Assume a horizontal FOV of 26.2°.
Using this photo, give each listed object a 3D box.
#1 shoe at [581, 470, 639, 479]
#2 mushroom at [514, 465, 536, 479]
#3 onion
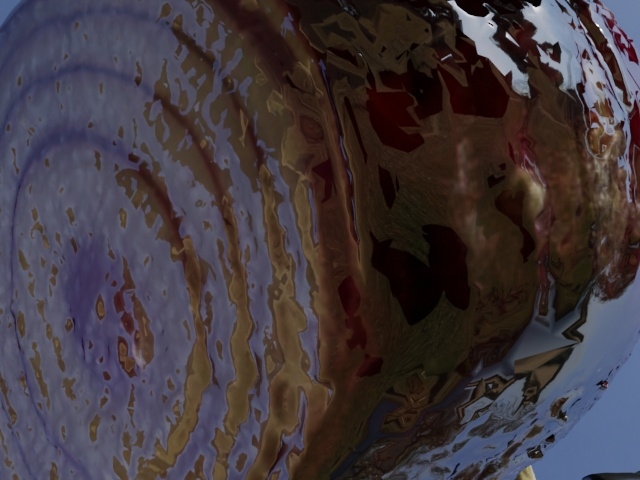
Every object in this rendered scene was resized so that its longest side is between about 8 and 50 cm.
[{"bbox_3d":[0.061,0.083,0.321,0.179,0.049,0.071,1,-70,-26],"label":"shoe"},{"bbox_3d":[0.118,0.130,0.974,0.060,0.061,0.187,-23,-97,-19],"label":"mushroom"},{"bbox_3d":[0.000,0.000,0.607,0.260,0.282,0.336,-10,-35,-43],"label":"onion"}]
